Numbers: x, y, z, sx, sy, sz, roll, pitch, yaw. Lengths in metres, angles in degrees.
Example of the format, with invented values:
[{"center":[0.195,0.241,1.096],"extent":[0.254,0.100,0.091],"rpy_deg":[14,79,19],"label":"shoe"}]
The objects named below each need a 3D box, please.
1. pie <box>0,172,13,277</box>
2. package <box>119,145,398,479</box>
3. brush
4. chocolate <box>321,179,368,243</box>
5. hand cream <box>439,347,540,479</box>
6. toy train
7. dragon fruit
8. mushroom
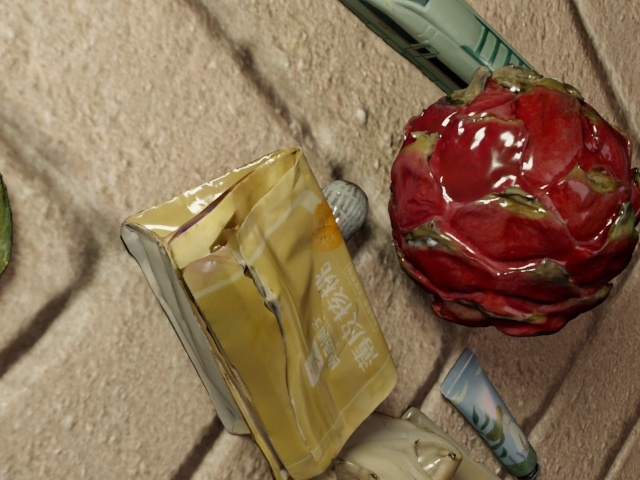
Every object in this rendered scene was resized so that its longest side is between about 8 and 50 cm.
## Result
[{"center":[-0.363,-0.010,0.699],"extent":[0.187,0.041,0.187],"rpy_deg":[-7,102,-36],"label":"pie"},{"center":[-0.048,0.094,0.834],"extent":[0.221,0.165,0.311],"rpy_deg":[-23,117,-3],"label":"package"},{"center":[0.214,0.351,1.198],"extent":[0.321,0.050,0.060],"rpy_deg":[43,75,-26],"label":"brush"},{"center":[0.000,0.000,0.955],"extent":[0.072,0.072,0.167],"rpy_deg":[45,69,-33],"label":"chocolate"},{"center":[0.262,0.280,1.220],"extent":[0.088,0.055,0.256],"rpy_deg":[-49,116,-25],"label":"hand cream"},{"center":[0.156,-0.264,1.016],"extent":[0.407,0.088,0.086],"rpy_deg":[30,80,-36],"label":"toy train"},{"center":[0.234,-0.041,0.976],"extent":[0.329,0.329,0.329],"rpy_deg":[-7,102,-36],"label":"dragon fruit"},{"center":[0.050,0.316,1.011],"extent":[0.285,0.156,0.151],"rpy_deg":[7,113,-40],"label":"mushroom"}]
